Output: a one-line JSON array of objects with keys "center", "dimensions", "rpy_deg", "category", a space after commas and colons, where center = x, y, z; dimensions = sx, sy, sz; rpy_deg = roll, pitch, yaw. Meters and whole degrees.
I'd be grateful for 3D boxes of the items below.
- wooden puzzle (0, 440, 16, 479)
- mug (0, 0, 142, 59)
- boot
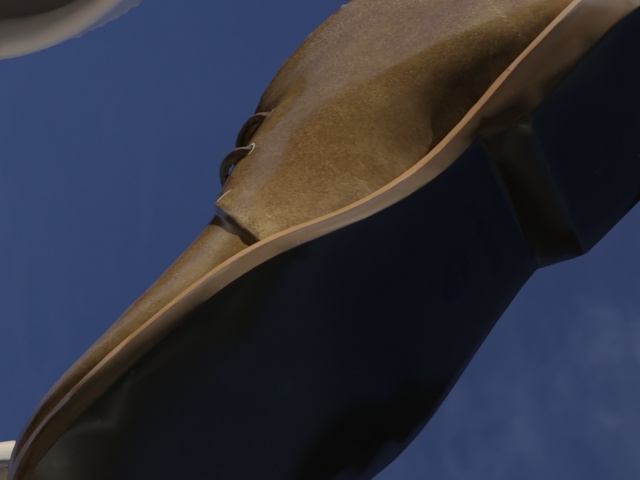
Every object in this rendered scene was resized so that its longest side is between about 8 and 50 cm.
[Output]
[{"center": [-0.386, 0.194, 1.034], "dimensions": [0.322, 0.348, 0.081], "rpy_deg": [-17, -104, 31], "category": "wooden puzzle"}, {"center": [-0.143, -0.288, 1.082], "dimensions": [0.374, 0.328, 0.276], "rpy_deg": [-23, -80, 10], "category": "mug"}, {"center": [0.000, 0.000, 0.607], "dimensions": [0.115, 0.305, 0.112], "rpy_deg": [32, -27, 40], "category": "boot"}]
